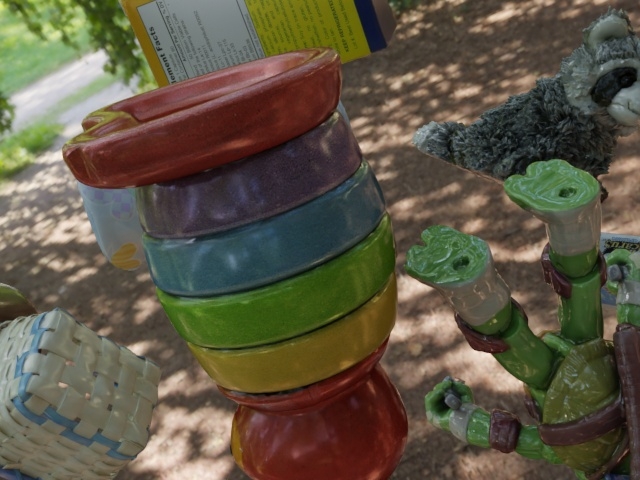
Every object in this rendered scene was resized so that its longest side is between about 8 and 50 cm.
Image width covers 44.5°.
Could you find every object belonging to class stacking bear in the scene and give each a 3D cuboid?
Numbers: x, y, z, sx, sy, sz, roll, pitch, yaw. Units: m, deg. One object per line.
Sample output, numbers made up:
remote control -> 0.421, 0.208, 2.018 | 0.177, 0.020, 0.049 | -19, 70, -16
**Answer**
stacking bear -> -0.025, 0.041, 0.499 | 0.164, 0.289, 0.175 | -19, 19, -5

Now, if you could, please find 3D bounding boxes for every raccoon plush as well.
raccoon plush -> 0.343, -0.238, 1.290 | 0.446, 0.216, 0.299 | 30, 99, 40

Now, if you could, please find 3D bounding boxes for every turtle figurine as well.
turtle figurine -> 0.165, 0.066, 0.628 | 0.197, 0.266, 0.275 | -14, 35, 22

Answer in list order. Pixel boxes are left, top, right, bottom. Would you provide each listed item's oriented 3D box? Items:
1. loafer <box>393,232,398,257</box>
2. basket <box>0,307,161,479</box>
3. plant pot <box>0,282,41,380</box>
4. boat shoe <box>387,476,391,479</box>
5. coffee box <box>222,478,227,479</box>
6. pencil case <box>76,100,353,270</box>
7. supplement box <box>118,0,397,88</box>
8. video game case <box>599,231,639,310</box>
loafer -> 0.000, 0.000, 1.242 | 0.267, 0.096, 0.084 | -3, 46, -20
basket -> -0.362, 0.226, 1.021 | 0.289, 0.254, 0.201 | -30, 38, 27
plant pot -> -0.604, 0.156, 1.278 | 0.215, 0.215, 0.230 | -32, -12, -4
boat shoe -> -0.021, 0.308, 1.320 | 0.324, 0.120, 0.123 | 44, 103, 26
coffee box -> -0.133, 0.569, 1.386 | 0.098, 0.247, 0.141 | -31, 27, -35
pencil case -> -0.097, -0.068, 0.760 | 0.273, 0.124, 0.113 | -22, 12, -3
supplement box -> -0.085, -0.348, 1.199 | 0.356, 0.194, 0.195 | -15, 21, 16
video game case -> 0.616, 0.072, 1.451 | 0.244, 0.269, 0.061 | 6, 69, 32
